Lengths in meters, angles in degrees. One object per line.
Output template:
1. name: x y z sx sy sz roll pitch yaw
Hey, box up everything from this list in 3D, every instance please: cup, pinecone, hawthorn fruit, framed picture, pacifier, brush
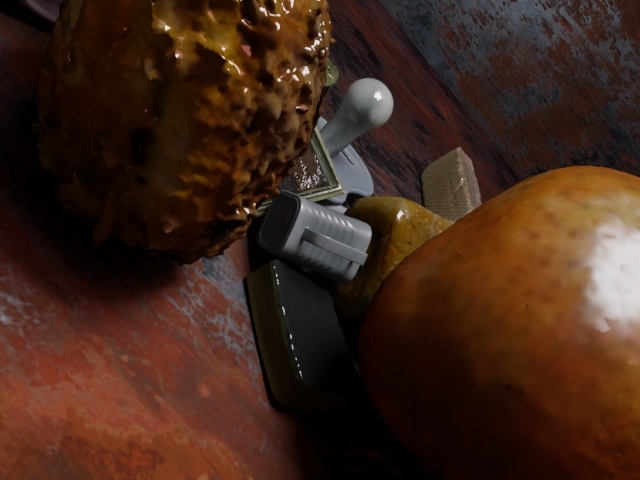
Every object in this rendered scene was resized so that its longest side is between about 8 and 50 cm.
1. cup: 0.000 0.000 0.860 0.130 0.095 0.128 22 3 -32
2. pinecone: 0.068 0.289 0.717 0.102 0.102 0.109 23 46 -45
3. hawthorn fruit: 0.290 0.147 0.739 0.472 0.472 0.471 39 30 -27
4. framed picture: -0.094 -0.155 0.928 0.197 0.014 0.252 -16 71 -19
5. pacifier: 0.036 -0.170 1.061 0.244 0.233 0.299 48 26 10
6. brush: -0.022 0.122 0.813 0.123 0.059 0.197 23 38 -44

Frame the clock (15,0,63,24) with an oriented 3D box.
1. clock: -0.248 -0.443 0.785 0.368 0.377 0.250 -3 64 -59

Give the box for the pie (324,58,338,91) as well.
1. pie: -0.110 -0.335 1.120 0.307 0.071 0.306 13 26 -7

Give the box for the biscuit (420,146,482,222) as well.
1. biscuit: 0.329 -0.091 1.550 0.078 0.144 0.426 43 29 -22

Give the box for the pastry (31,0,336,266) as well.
1. pastry: -0.145 -0.152 0.672 0.293 0.337 0.405 21 7 -20

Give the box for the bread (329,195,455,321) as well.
1. bread: 0.124 0.046 1.000 0.246 0.176 0.195 21 78 -39
